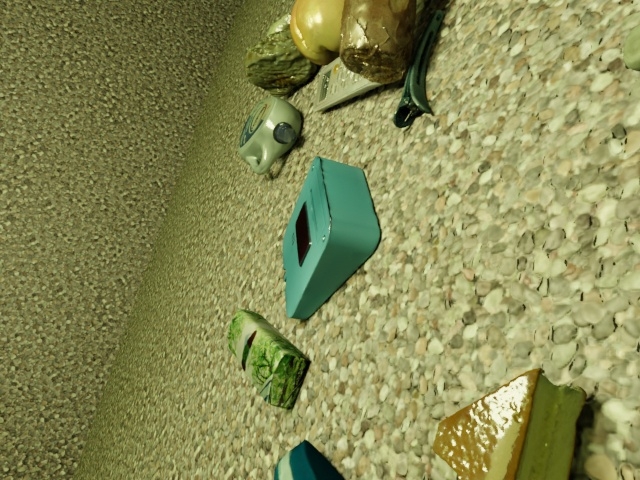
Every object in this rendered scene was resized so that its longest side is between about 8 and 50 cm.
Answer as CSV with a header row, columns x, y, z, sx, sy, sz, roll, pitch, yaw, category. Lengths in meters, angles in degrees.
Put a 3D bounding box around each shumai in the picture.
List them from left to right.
x,y,z,sx,sy,sz,roll,pitch,yaw,category
-0.106,-0.555,1.300,0.255,0.189,0.219,-3,69,54,shumai

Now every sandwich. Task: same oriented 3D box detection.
x,y,z,sx,sy,sz,roll,pitch,yaw,category
0.139,0.223,0.379,0.088,0.090,0.245,6,75,59,sandwich

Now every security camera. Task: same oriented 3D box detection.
x,y,z,sx,sy,sz,roll,pitch,yaw,category
0.328,-0.194,0.411,0.092,0.058,0.058,161,127,-71,security camera

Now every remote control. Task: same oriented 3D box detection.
x,y,z,sx,sy,sz,roll,pitch,yaw,category
0.072,-0.356,0.980,0.313,0.054,0.110,10,90,65,remote control

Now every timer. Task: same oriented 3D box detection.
x,y,z,sx,sy,sz,roll,pitch,yaw,category
0.000,0.000,0.845,0.232,0.091,0.250,-99,29,-44,timer

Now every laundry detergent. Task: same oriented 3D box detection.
x,y,z,sx,sy,sz,roll,pitch,yaw,category
-0.137,-0.286,1.243,0.215,0.105,0.280,-62,29,8,laundry detergent

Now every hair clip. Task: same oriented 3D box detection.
x,y,z,sx,sy,sz,roll,pitch,yaw,category
0.172,-0.302,0.771,0.070,0.039,0.230,-19,53,57,hair clip

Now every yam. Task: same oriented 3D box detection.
x,y,z,sx,sy,sz,roll,pitch,yaw,category
0.102,-0.410,0.786,0.129,0.127,0.239,-177,95,-71,yam

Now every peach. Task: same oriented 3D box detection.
x,y,z,sx,sy,sz,roll,pitch,yaw,category
0.017,-0.518,1.070,0.184,0.184,0.184,-41,37,41,peach

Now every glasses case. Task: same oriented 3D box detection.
x,y,z,sx,sy,sz,roll,pitch,yaw,category
-0.115,0.216,0.870,0.272,0.062,0.096,17,84,63,glasses case

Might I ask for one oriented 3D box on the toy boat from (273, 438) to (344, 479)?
x,y,z,sx,sy,sz,roll,pitch,yaw,category
0.011,0.330,0.529,0.062,0.096,0.299,-58,25,-5,toy boat
